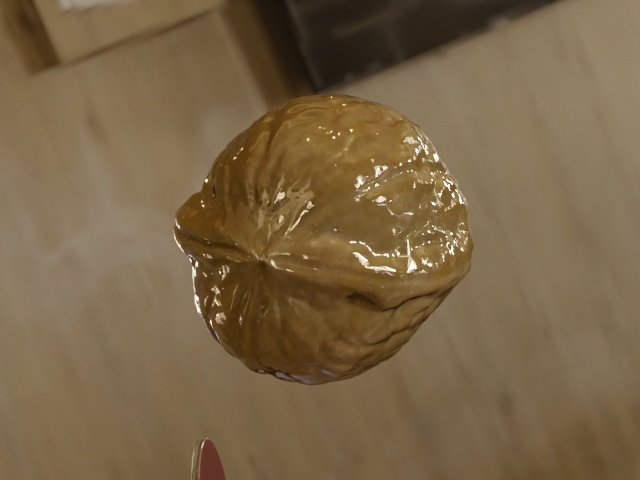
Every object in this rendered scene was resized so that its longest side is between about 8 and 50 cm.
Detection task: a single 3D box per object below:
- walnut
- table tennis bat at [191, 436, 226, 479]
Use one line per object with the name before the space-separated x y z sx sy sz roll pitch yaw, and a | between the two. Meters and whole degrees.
walnut | 0.000 0.000 1.481 0.228 0.228 0.228 -23 1 0
table tennis bat | -0.103 0.298 1.815 0.022 0.246 0.138 -8 -38 8
